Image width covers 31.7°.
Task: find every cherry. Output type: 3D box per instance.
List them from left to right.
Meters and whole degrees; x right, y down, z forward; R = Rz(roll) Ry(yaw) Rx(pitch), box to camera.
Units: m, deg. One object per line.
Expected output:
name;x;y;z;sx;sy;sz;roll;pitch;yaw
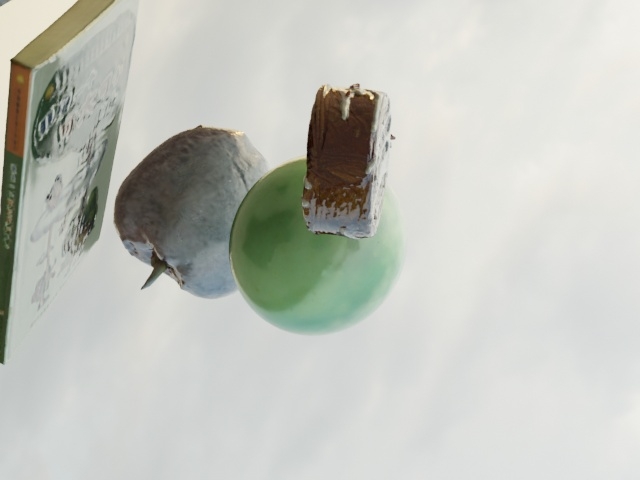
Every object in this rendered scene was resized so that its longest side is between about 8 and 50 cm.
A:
cherry;-0.194;-0.039;1.780;0.255;0.218;0.296;29;-102;23

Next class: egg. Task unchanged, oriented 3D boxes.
egg;0.000;0.000;1.428;0.220;0.220;0.269;-38;-167;38

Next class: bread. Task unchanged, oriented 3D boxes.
bread;0.030;-0.081;1.145;0.160;0.073;0.160;4;90;-79

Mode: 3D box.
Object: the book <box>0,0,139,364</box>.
book;-0.277;-0.078;1.217;0.260;0.043;0.371;-68;175;-55

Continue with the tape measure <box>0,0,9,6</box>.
tape measure;-0.351;-0.224;0.896;0.235;0.115;0.207;-2;-161;14
